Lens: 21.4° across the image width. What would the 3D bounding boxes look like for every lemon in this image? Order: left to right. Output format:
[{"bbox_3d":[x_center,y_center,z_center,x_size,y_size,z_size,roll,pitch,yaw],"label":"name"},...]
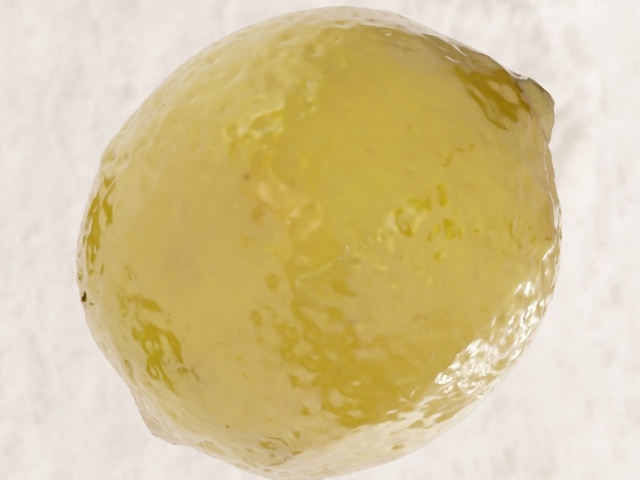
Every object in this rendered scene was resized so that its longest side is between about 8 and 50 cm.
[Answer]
[{"bbox_3d":[-0.002,0.001,1.158,0.336,0.336,0.336,32,51,-50],"label":"lemon"}]
